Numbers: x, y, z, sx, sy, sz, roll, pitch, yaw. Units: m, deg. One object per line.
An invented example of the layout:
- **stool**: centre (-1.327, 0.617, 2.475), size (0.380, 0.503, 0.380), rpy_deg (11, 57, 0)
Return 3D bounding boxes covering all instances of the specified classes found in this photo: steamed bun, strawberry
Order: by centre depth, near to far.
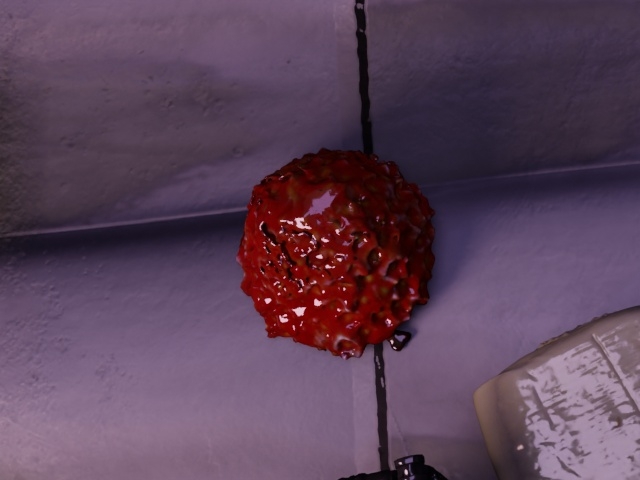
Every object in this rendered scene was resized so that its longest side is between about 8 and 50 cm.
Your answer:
- **steamed bun**: centre (0.280, 0.180, 1.708), size (0.250, 0.155, 0.200), rpy_deg (-21, 73, -3)
- **strawberry**: centre (0.000, 0.000, 1.813), size (0.234, 0.178, 0.234), rpy_deg (-5, 73, 17)

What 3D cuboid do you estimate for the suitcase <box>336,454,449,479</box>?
- **suitcase**: centre (0.078, 0.334, 1.605), size (0.152, 0.335, 0.229), rpy_deg (-14, 71, 11)
